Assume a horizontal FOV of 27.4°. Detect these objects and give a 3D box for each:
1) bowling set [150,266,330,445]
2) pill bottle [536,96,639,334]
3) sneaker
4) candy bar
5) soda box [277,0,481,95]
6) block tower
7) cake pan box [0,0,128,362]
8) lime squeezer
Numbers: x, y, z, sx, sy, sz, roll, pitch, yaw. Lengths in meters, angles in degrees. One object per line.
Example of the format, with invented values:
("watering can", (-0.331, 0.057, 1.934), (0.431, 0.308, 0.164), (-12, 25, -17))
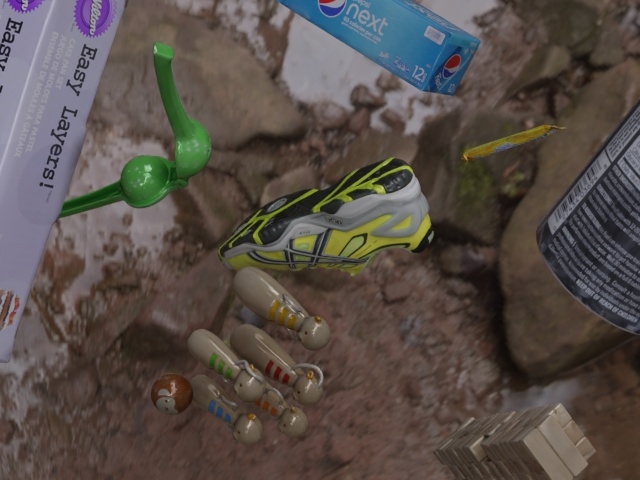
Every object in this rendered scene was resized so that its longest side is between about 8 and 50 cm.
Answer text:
("bowling set", (-0.102, 0.198, 1.697), (0.154, 0.287, 0.200), (36, 57, 27))
("pill bottle", (0.276, -0.056, 0.949), (0.130, 0.245, 0.130), (26, 31, -17))
("sneaker", (0.000, 0.000, 2.066), (0.147, 0.385, 0.145), (59, 38, -20))
("candy bar", (0.279, -0.144, 1.910), (0.040, 0.161, 0.018), (-8, 82, -56))
("soda box", (0.058, -0.230, 1.366), (0.210, 0.071, 0.067), (37, 110, 27))
("block tower", (0.286, 0.316, 1.961), (0.091, 0.335, 0.097), (-37, 92, -20))
("cake pan box", (-0.263, -0.083, 0.843), (0.246, 0.070, 0.267), (21, 94, 28))
("lime squeezer", (-0.168, -0.070, 1.206), (0.110, 0.310, 0.059), (1, 64, -35))
